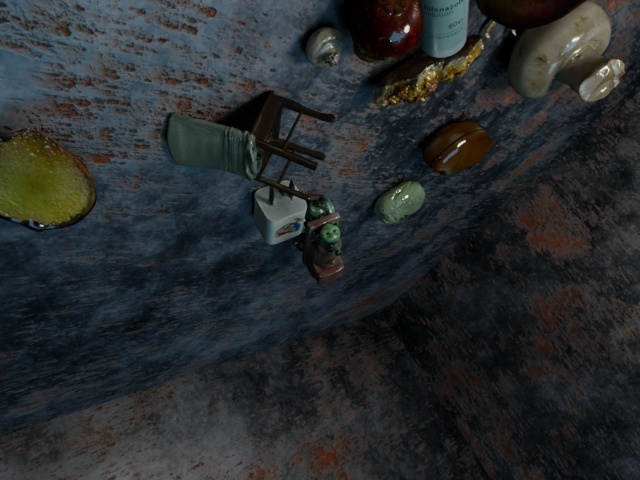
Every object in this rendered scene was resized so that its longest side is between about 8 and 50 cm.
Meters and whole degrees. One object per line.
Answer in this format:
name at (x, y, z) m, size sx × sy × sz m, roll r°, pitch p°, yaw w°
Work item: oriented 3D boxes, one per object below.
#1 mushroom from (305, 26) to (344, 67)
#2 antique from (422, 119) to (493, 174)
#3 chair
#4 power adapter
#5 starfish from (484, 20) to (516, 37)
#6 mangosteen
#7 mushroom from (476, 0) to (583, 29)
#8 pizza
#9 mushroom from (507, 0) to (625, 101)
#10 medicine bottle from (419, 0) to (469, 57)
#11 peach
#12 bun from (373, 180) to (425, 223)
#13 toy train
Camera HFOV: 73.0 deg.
mushroom at (0.015, -0.389, 0.891) m, size 0.085 × 0.079 × 0.085 m, roll -26°, pitch 153°, yaw -14°
antique at (0.486, -0.329, 1.546) m, size 0.278 × 0.129 × 0.223 m, roll -19°, pitch 153°, yaw -29°
chair at (-0.149, -0.224, 0.965) m, size 0.160 × 0.319 × 0.186 m, roll 108°, pitch 1°, yaw -59°
power adapter at (-0.117, -0.099, 1.251) m, size 0.130 × 0.125 × 0.205 m, roll -23°, pitch 156°, yaw -20°
starfish at (0.538, -0.629, 1.121) m, size 0.138 × 0.050 × 0.247 m, roll -7°, pitch 153°, yaw -47°
mangosteen at (0.132, -0.424, 0.884) m, size 0.156 × 0.145 × 0.181 m, roll -30°, pitch 157°, yaw -13°
mushroom at (0.478, -0.596, 0.858) m, size 0.345 × 0.259 × 0.345 m, roll -32°, pitch -157°, yaw 15°
pizza at (0.273, -0.414, 1.078) m, size 0.306 × 0.161 × 0.085 m, roll -26°, pitch 125°, yaw 2°
mushroom at (0.713, -0.514, 1.252) m, size 0.298 × 0.290 × 0.297 m, roll -26°, pitch 156°, yaw -12°
medicine bottle at (0.243, -0.525, 0.867) m, size 0.110 × 0.110 × 0.352 m, roll -34°, pitch 157°, yaw 5°
peach at (-0.516, -0.118, 0.787) m, size 0.189 × 0.068 × 0.279 m, roll -6°, pitch 149°, yaw -32°
bun at (0.328, -0.146, 1.741) m, size 0.221 × 0.108 × 0.221 m, roll -27°, pitch 156°, yaw -13°
toy train at (0.000, 0.000, 1.478) m, size 0.150 × 0.221 × 0.304 m, roll -22°, pitch 155°, yaw -17°
